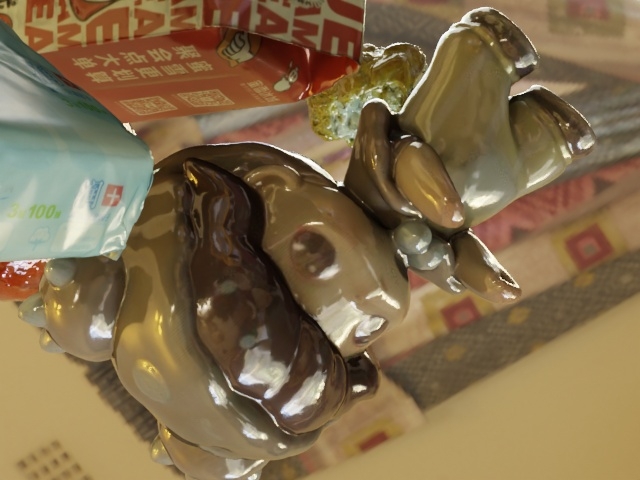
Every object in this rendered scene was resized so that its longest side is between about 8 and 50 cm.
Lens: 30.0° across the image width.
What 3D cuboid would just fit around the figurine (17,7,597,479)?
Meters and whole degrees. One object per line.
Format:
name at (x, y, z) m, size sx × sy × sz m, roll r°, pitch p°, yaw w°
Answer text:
figurine at (0.001, 0.000, 0.813) m, size 0.248 × 0.380 × 0.203 m, roll 54°, pitch 180°, yaw -40°

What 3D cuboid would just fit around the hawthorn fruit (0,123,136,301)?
hawthorn fruit at (-0.355, -0.050, 1.300) m, size 0.276 × 0.276 × 0.307 m, roll 56°, pitch -145°, yaw 2°

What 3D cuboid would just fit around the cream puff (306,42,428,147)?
cream puff at (0.053, -0.181, 1.435) m, size 0.156 × 0.156 × 0.121 m, roll 36°, pitch -128°, yaw -40°

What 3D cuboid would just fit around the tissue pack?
tissue pack at (-0.222, -0.066, 0.595) m, size 0.177 × 0.089 × 0.263 m, roll 39°, pitch -163°, yaw 23°

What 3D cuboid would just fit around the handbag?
handbag at (-0.105, -0.190, 0.864) m, size 0.151 × 0.298 × 0.171 m, roll 38°, pitch -130°, yaw -64°
